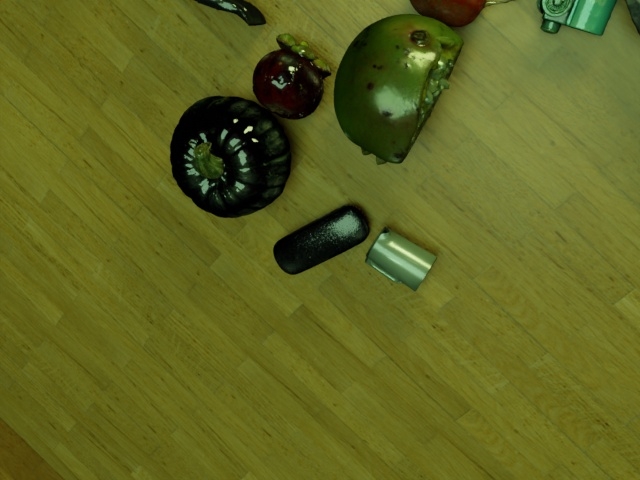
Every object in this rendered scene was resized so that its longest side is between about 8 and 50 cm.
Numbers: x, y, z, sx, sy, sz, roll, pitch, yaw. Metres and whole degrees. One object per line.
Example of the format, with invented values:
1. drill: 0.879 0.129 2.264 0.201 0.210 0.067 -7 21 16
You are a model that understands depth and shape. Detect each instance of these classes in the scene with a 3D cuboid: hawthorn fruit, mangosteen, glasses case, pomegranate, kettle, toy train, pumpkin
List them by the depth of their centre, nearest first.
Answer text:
1. toy train: 0.517 -0.511 1.220 0.159 0.101 0.248 17 113 3
2. hawthorn fruit: 0.284 -0.499 1.286 0.204 0.162 0.162 33 117 -13
3. pomegranate: 0.132 -0.303 1.324 0.216 0.309 0.358 28 151 0
4. mangosteen: -0.063 -0.367 1.441 0.166 0.166 0.180 24 88 10
5. pumpkin: -0.222 -0.183 1.489 0.296 0.296 0.295 6 110 17
6. kettle: 0.191 0.044 1.535 0.148 0.127 0.098 32 84 9
7. glasses case: 0.000 0.000 1.589 0.267 0.067 0.103 -26 100 24

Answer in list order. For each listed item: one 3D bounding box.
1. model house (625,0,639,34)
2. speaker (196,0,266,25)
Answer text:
1. model house: 0.705 -0.518 1.117 0.301 0.190 0.271 -26 100 -15
2. speaker: -0.206 -0.674 1.373 0.184 0.180 0.388 10 113 8
